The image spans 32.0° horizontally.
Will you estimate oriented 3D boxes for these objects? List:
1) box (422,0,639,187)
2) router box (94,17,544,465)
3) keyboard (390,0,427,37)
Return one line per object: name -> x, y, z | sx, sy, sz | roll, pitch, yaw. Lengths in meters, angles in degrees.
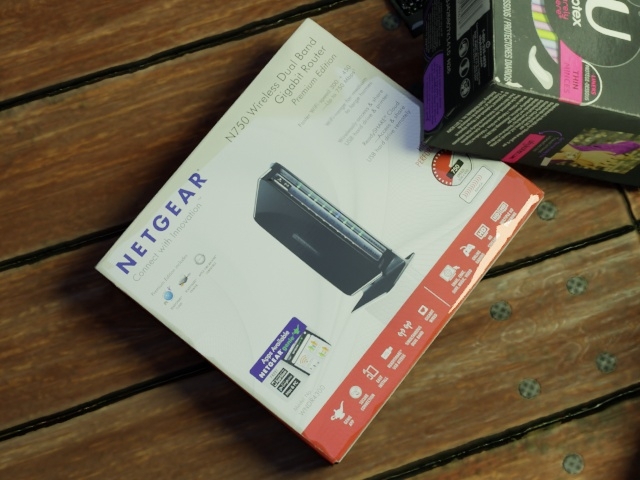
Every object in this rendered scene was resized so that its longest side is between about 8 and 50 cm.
box -> 0.248, -0.165, 1.069 | 0.270, 0.143, 0.165 | 9, 69, -20
router box -> 0.000, 0.000, 1.113 | 0.301, 0.082, 0.335 | 37, 80, 7
keyboard -> 0.169, -0.289, 1.201 | 0.192, 0.038, 0.100 | -32, 80, -6
